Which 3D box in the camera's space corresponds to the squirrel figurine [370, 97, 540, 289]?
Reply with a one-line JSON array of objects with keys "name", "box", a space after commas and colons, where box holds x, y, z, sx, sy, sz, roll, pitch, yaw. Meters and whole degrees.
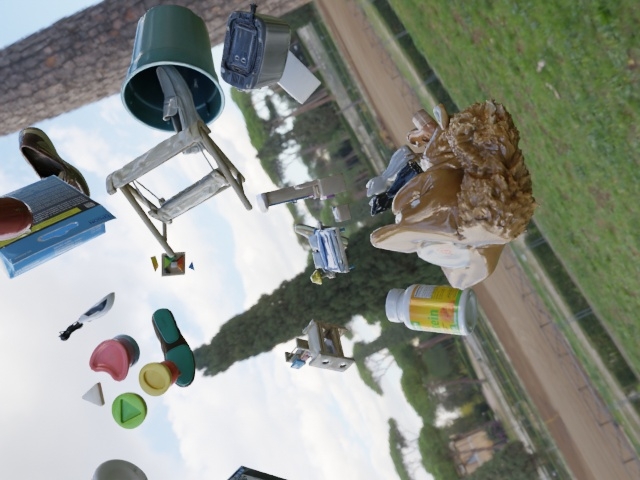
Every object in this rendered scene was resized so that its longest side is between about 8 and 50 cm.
[{"name": "squirrel figurine", "box": [0.332, -0.144, 1.269, 0.281, 0.397, 0.370, 24, -118, -13]}]

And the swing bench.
[{"name": "swing bench", "box": [-0.345, -0.142, 1.398, 0.254, 0.253, 0.165, 57, -173, -39]}]

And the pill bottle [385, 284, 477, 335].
[{"name": "pill bottle", "box": [0.324, 0.200, 1.670, 0.136, 0.246, 0.136, -3, -86, -58]}]

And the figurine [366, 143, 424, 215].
[{"name": "figurine", "box": [0.233, -0.191, 1.832, 0.092, 0.209, 0.215, 41, -159, -22]}]

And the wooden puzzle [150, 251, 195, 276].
[{"name": "wooden puzzle", "box": [-0.403, 0.066, 1.549, 0.014, 0.116, 0.078, 36, 131, 56]}]

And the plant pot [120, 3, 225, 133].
[{"name": "plant pot", "box": [-0.514, -0.613, 1.977, 0.341, 0.341, 0.334, 50, -153, -58]}]

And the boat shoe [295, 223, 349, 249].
[{"name": "boat shoe", "box": [0.000, 0.000, 1.850, 0.190, 0.072, 0.068, 18, 180, -16]}]

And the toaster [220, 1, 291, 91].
[{"name": "toaster", "box": [-0.166, -0.505, 1.480, 0.129, 0.227, 0.146, 26, -151, 22]}]

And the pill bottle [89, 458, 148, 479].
[{"name": "pill bottle", "box": [-0.612, 0.775, 1.587, 0.161, 0.283, 0.161, 29, -168, -7]}]

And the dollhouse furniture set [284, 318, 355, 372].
[{"name": "dollhouse furniture set", "box": [-0.005, 0.357, 1.735, 0.129, 0.183, 0.129, 18, -142, -27]}]

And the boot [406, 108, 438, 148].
[{"name": "boot", "box": [0.341, -0.302, 1.770, 0.152, 0.073, 0.197, 57, 178, 18]}]

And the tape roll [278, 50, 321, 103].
[{"name": "tape roll", "box": [-0.132, -0.590, 1.891, 0.286, 0.100, 0.286, 43, -169, -10]}]

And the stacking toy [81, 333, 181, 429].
[{"name": "stacking toy", "box": [-0.682, 0.503, 2.048, 0.309, 0.279, 0.130, 29, -171, 9]}]

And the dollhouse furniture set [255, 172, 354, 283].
[{"name": "dollhouse furniture set", "box": [-0.033, -0.007, 1.563, 0.286, 0.198, 0.303, -173, 68, -76]}]

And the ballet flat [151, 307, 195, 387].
[{"name": "ballet flat", "box": [-0.583, 0.432, 2.252, 0.342, 0.116, 0.124, 59, 158, 19]}]

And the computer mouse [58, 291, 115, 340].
[{"name": "computer mouse", "box": [-0.674, 0.223, 1.668, 0.042, 0.193, 0.106, 52, -175, -5]}]

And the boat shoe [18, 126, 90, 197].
[{"name": "boat shoe", "box": [-0.925, -0.228, 1.966, 0.123, 0.123, 0.342, -109, 0, -45]}]

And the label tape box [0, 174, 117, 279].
[{"name": "label tape box", "box": [-0.674, -0.023, 1.373, 0.348, 0.249, 0.115, 27, 136, 37]}]

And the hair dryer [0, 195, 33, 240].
[{"name": "hair dryer", "box": [-0.620, -0.002, 0.997, 0.080, 0.224, 0.293, 57, 156, 0]}]

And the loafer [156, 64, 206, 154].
[{"name": "loafer", "box": [-0.482, -0.443, 1.911, 0.112, 0.111, 0.319, -20, 96, 60]}]

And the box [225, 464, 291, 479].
[{"name": "box", "box": [-0.231, 0.829, 1.721, 0.307, 0.242, 0.076, -25, -66, -57]}]
